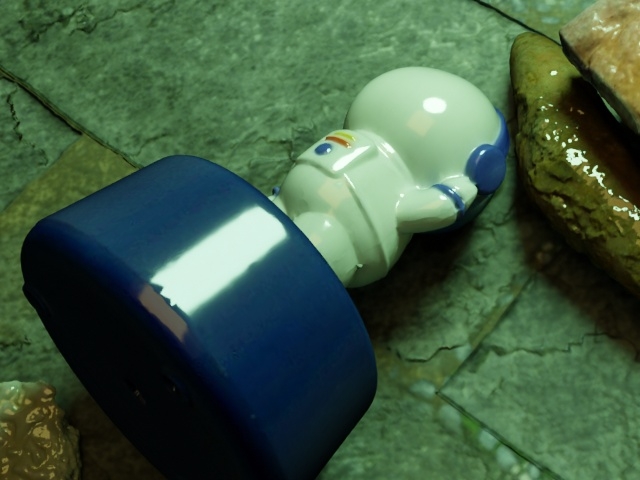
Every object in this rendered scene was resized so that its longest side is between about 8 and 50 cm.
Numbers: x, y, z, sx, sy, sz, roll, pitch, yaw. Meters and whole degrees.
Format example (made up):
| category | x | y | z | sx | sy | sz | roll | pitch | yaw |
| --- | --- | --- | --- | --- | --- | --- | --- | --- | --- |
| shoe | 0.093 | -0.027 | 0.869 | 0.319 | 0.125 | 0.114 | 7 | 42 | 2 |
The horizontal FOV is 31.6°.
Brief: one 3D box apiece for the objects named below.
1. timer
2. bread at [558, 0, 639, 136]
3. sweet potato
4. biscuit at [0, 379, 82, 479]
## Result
| category | x | y | z | sx | sy | sz | roll | pitch | yaw |
| --- | --- | --- | --- | --- | --- | --- | --- | --- | --- |
| timer | 0.000 | 0.000 | 0.868 | 0.270 | 0.270 | 0.383 | 39 | 63 | 24 |
| bread | 0.317 | -0.092 | 0.862 | 0.123 | 0.190 | 0.244 | -45 | 60 | 25 |
| sweet potato | 0.225 | -0.042 | 0.909 | 0.114 | 0.092 | 0.341 | -19 | 60 | -27 |
| biscuit | -0.271 | 0.199 | 0.916 | 0.265 | 0.040 | 0.188 | 26 | 73 | 20 |
